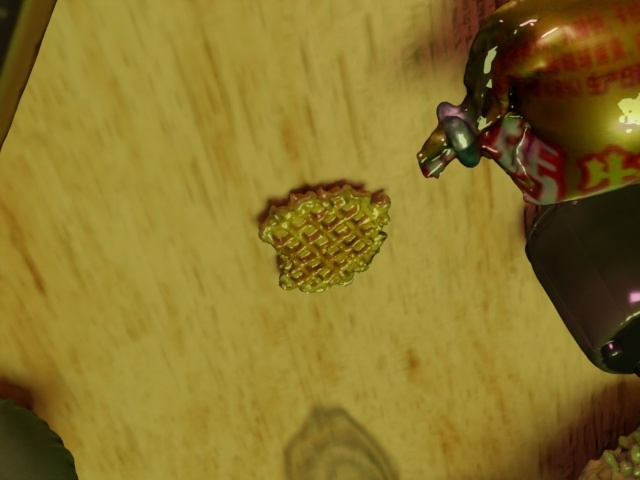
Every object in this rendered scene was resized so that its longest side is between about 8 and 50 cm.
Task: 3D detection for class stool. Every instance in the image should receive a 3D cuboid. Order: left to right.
[{"bbox_3d":[0.179,0.019,0.851,0.096,0.110,0.096,-15,145,-11],"label":"stool"}]

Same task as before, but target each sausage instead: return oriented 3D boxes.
[{"bbox_3d":[0.194,-0.099,0.711,0.317,0.117,0.125,-19,148,-4],"label":"sausage"}]

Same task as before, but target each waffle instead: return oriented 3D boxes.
[{"bbox_3d":[0.002,0.000,0.820,0.078,0.016,0.085,-12,142,-11],"label":"waffle"}]

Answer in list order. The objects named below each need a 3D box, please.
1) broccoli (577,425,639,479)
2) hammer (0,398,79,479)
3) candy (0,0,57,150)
[{"bbox_3d":[0.283,0.247,1.056,0.235,0.288,0.260,0,142,1],"label":"broccoli"},{"bbox_3d":[-0.315,0.175,0.814,0.335,0.119,0.206,5,133,-22],"label":"hammer"},{"bbox_3d":[-0.151,-0.113,0.552,0.143,0.101,0.271,3,130,-37],"label":"candy"}]
